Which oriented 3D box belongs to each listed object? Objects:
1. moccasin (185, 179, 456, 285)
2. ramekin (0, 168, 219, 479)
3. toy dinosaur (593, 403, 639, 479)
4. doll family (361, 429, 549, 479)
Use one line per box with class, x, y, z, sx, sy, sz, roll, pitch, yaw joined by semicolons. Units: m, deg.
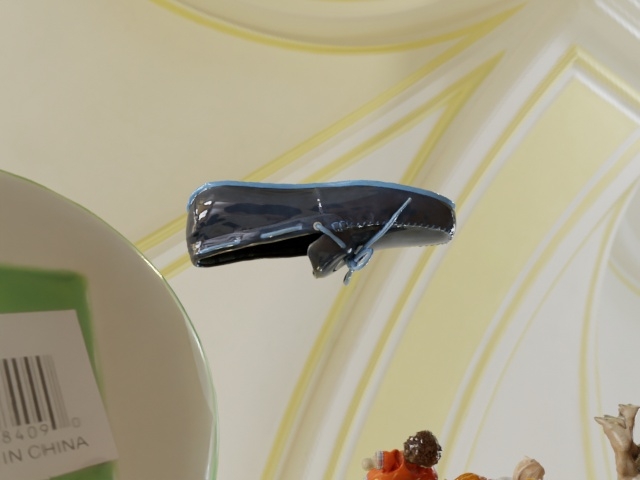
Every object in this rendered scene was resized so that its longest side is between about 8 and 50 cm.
moccasin;0.000;0.000;0.830;0.342;0.137;0.116;-1;-115;9
ramekin;-0.199;0.100;0.326;0.303;0.148;0.303;29;-142;-26
toy dinosaur;0.414;0.310;0.779;0.296;0.127;0.200;-3;-90;-46
doll family;0.157;0.291;0.691;0.263;0.163;0.118;22;-144;-30
